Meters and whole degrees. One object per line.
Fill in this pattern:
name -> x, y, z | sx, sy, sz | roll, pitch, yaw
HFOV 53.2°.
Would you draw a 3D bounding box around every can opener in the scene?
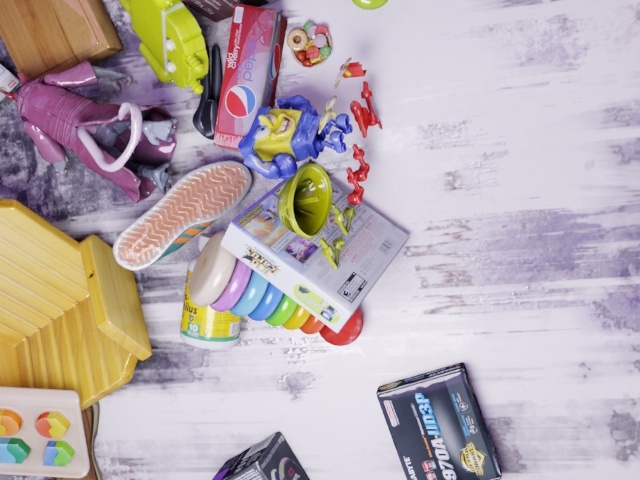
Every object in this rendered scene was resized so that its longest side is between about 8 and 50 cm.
can opener -> -0.211, -0.287, 1.245 | 0.073, 0.059, 0.186 | -2, 85, 39

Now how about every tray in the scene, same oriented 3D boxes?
tray -> -0.576, -0.529, 1.262 | 0.202, 0.076, 0.411 | -22, 97, 13

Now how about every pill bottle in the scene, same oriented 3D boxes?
pill bottle -> -0.204, 0.096, 1.244 | 0.117, 0.117, 0.209 | 10, 98, 11

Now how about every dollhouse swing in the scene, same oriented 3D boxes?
dollhouse swing -> -0.574, 0.152, 1.214 | 0.346, 0.305, 0.315 | -32, 58, 13

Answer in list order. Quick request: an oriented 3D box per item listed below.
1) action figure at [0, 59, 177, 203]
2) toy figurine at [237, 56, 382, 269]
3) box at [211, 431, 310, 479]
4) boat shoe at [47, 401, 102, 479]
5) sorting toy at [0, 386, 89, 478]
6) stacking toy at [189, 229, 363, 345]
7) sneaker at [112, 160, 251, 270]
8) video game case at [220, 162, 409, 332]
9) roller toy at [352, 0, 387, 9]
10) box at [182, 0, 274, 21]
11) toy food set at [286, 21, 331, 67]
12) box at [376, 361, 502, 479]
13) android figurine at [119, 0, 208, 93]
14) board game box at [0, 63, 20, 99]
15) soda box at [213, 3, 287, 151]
action figure -> -0.457, -0.205, 1.194 | 0.370, 0.276, 0.248 | 26, 103, 6
toy figurine -> -0.050, -0.137, 1.105 | 0.217, 0.191, 0.363 | 2, 57, 26
box -> -0.084, 0.540, 1.234 | 0.143, 0.165, 0.270 | -32, 88, 12
boat shoe -> -0.538, 0.479, 1.357 | 0.110, 0.104, 0.307 | 0, 95, 12
sorting toy -> -0.557, 0.380, 1.243 | 0.193, 0.038, 0.208 | 4, 115, -1
stacking toy -> -0.064, 0.103, 1.167 | 0.330, 0.141, 0.141 | 24, 102, -24
sneaker -> -0.271, -0.054, 1.256 | 0.302, 0.121, 0.108 | -36, 98, -8
video game case -> 0.000, 0.000, 1.120 | 0.244, 0.269, 0.061 | 37, 129, 6
roller toy -> 0.087, -0.527, 1.109 | 0.191, 0.146, 0.209 | 41, 100, -5
box -> -0.152, -0.521, 1.149 | 0.203, 0.168, 0.167 | -14, 92, 13
toy food set -> -0.018, -0.370, 1.210 | 0.082, 0.020, 0.083 | -23, 90, 13
box -> 0.224, 0.360, 1.210 | 0.175, 0.051, 0.220 | -19, 92, 13
android figurine -> -0.290, -0.389, 1.167 | 0.056, 0.248, 0.273 | -32, 79, -22
board game box -> -0.806, -0.290, 1.321 | 0.193, 0.053, 0.305 | 40, 81, 6
soda box -> -0.132, -0.297, 1.204 | 0.083, 0.092, 0.263 | 12, 98, 8
